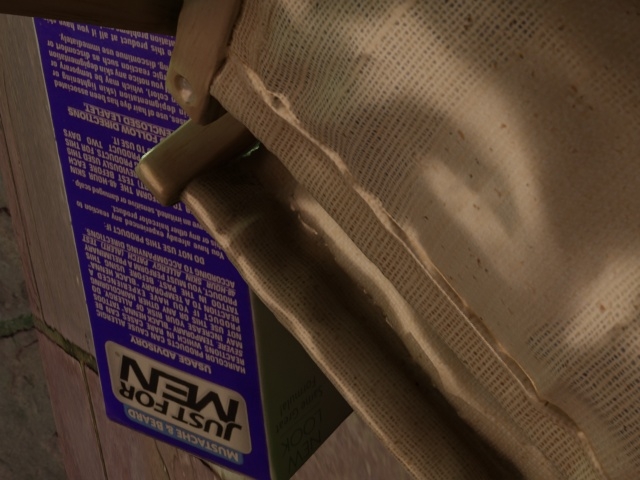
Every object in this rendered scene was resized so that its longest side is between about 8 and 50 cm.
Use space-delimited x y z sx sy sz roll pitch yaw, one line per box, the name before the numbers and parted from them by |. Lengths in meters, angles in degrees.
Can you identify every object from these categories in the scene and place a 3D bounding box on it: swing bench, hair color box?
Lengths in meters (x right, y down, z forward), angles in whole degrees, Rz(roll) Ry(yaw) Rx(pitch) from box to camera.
swing bench | 0.057 -0.003 0.415 0.253 0.165 0.254 48 -179 13
hair color box | -0.020 -0.087 0.662 0.110 0.185 0.339 20 132 28
